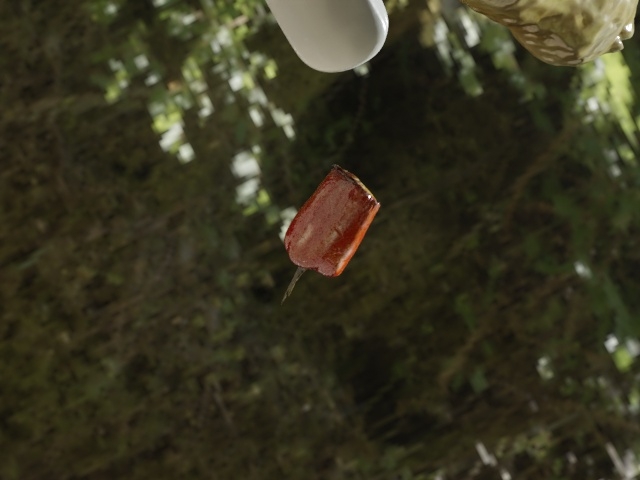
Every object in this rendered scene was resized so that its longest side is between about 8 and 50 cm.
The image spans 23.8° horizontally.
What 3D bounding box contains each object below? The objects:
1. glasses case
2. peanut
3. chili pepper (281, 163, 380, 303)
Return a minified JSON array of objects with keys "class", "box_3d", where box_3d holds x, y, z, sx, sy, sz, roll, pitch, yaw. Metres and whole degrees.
[{"class":"glasses case","box_3d":[-0.016,-0.210,1.101,0.193,0.074,0.049,61,20,-22]},{"class":"peanut","box_3d":[0.191,-0.231,1.312,0.290,0.130,0.130,25,31,-52]},{"class":"chili pepper","box_3d":[0.000,0.000,1.849,0.084,0.192,0.086,31,18,-5]}]
